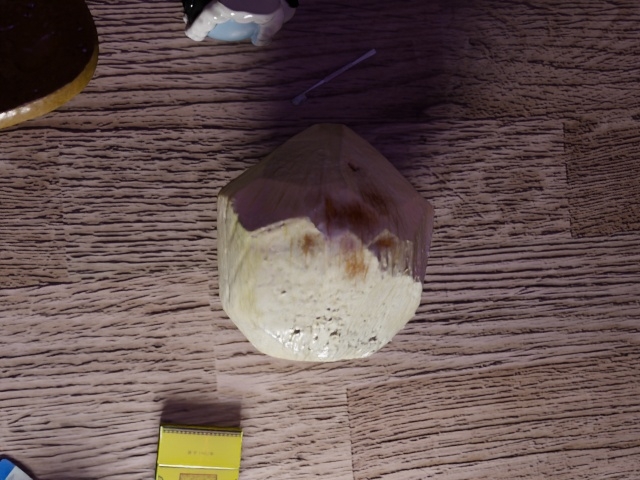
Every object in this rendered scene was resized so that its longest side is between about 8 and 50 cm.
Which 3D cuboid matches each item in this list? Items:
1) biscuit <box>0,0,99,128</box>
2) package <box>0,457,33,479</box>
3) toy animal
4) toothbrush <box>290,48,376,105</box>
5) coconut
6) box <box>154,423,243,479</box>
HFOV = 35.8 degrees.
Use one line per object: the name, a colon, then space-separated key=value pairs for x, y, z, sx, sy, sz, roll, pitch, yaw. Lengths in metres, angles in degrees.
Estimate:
biscuit: x=-0.565 y=-0.328 z=1.673 sx=0.367 sy=0.063 sz=0.314 roll=-22 pitch=70 yaw=-14
package: x=-0.543 y=0.499 z=1.745 sx=0.173 sy=0.027 sz=0.171 roll=38 pitch=84 yaw=1
toy animal: x=-0.145 y=-0.433 z=1.773 sx=0.204 sy=0.156 sz=0.208 roll=4 pitch=59 yaw=-17
toothbrush: x=0.025 y=-0.313 z=1.894 sx=0.194 sy=0.014 sz=0.017 roll=-35 pitch=99 yaw=-12
coconut: x=0.000 y=0.000 z=1.712 sx=0.345 sy=0.415 sz=0.415 roll=6 pitch=89 yaw=29
box: x=-0.233 y=0.480 z=1.827 sx=0.153 sy=0.041 sz=0.279 roll=6 pitch=90 yaw=-13
